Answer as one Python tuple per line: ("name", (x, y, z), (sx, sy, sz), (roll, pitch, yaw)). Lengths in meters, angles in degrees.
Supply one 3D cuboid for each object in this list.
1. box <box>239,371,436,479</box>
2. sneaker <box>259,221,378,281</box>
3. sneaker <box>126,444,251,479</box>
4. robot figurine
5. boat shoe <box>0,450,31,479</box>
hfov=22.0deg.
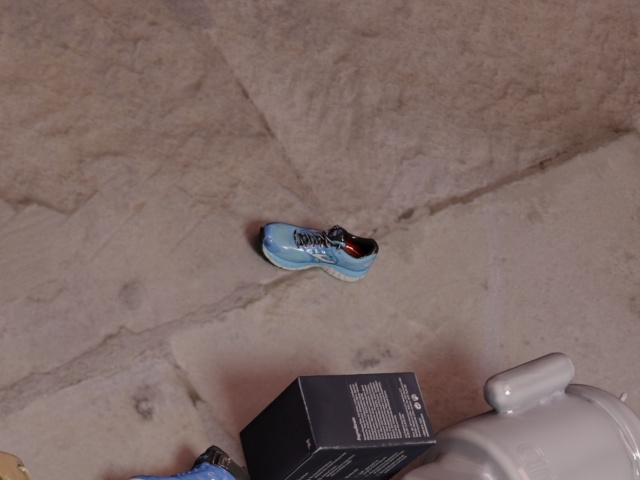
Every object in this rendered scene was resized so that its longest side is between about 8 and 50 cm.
("box", (0.018, 0.222, 1.852), (0.158, 0.156, 0.093), (0, 60, -32))
("sneaker", (0.000, 0.000, 2.040), (0.162, 0.073, 0.063), (11, 56, -27))
("sneaker", (-0.142, 0.261, 1.789), (0.152, 0.058, 0.084), (21, 58, -25))
("robot figurine", (0.256, 0.286, 1.931), (0.354, 0.200, 0.299), (-16, 109, -38))
("boat shoe", (-0.336, 0.253, 1.632), (0.341, 0.121, 0.110), (44, 49, 1))
